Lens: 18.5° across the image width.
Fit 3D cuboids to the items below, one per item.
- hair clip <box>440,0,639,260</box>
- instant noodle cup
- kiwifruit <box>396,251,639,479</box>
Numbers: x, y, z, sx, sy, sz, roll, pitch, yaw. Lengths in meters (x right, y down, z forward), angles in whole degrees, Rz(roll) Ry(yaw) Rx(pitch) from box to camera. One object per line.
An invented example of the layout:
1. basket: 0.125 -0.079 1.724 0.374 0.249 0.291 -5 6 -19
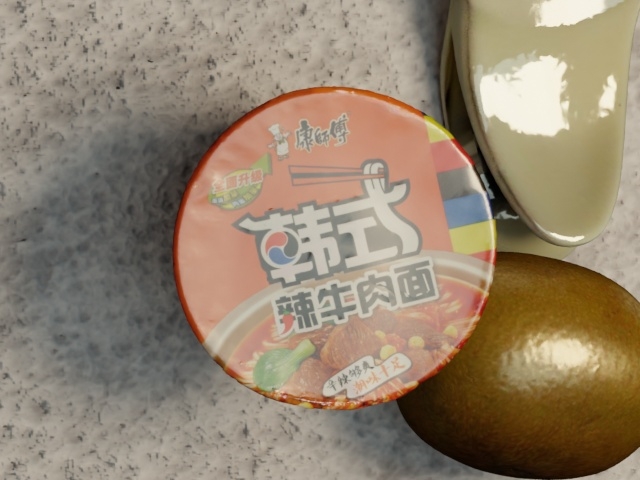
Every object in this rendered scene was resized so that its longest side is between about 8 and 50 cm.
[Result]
1. hair clip: 0.191 -0.109 1.672 0.173 0.113 0.282 -6 96 -15
2. instant noodle cup: 0.000 0.000 1.570 0.250 0.192 0.250 -1 95 -8
3. kiwifruit: 0.181 0.108 1.652 0.234 0.196 0.196 13 95 -20
